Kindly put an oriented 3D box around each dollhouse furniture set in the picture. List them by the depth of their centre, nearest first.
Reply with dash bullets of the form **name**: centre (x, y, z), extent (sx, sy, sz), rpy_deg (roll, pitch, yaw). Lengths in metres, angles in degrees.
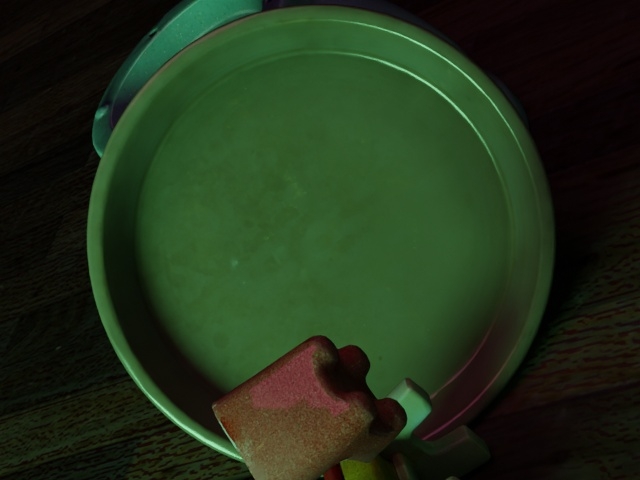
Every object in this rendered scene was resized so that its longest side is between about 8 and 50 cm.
- **dollhouse furniture set**: centre (0.013, 0.199, 0.653), extent (0.152, 0.201, 0.374), rpy_deg (-40, 32, 12)

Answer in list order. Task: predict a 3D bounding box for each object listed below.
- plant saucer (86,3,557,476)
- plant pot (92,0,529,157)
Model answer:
- **plant saucer**: centre (0.000, 0.000, 0.879), extent (0.278, 0.278, 0.041), rpy_deg (-43, -2, 6)
- **plant pot**: centre (-0.031, -0.065, 1.022), extent (0.293, 0.196, 0.293), rpy_deg (-31, 35, 25)
